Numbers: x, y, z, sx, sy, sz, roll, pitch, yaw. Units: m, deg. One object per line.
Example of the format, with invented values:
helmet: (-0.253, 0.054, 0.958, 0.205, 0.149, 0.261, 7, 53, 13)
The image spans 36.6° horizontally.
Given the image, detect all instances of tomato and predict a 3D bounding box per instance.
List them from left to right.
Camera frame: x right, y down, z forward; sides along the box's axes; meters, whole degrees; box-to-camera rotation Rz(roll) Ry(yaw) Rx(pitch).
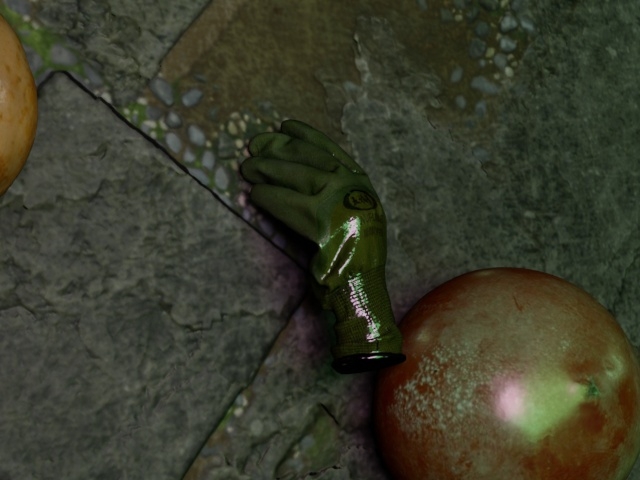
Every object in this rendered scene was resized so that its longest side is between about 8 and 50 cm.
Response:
tomato: (0.192, 0.158, 0.941, 0.270, 0.222, 0.270, 8, 74, -30)

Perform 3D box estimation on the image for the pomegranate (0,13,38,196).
pomegranate: (-0.312, -0.103, 0.709, 0.207, 0.207, 0.207, 6, 79, -29)

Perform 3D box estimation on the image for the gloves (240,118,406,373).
gloves: (0.013, -0.002, 0.916, 0.107, 0.135, 0.268, -29, 71, 11)
